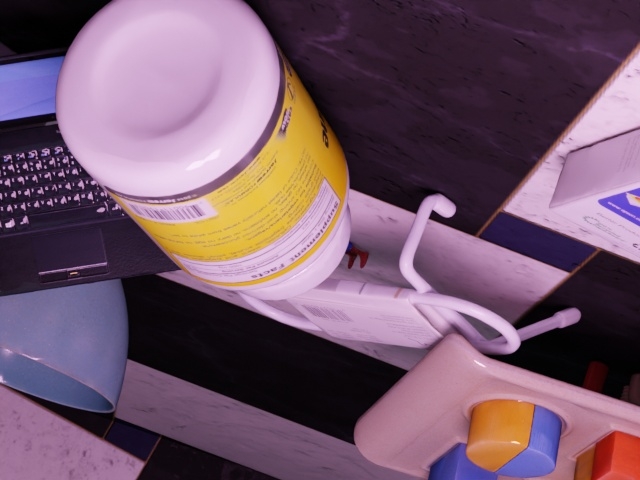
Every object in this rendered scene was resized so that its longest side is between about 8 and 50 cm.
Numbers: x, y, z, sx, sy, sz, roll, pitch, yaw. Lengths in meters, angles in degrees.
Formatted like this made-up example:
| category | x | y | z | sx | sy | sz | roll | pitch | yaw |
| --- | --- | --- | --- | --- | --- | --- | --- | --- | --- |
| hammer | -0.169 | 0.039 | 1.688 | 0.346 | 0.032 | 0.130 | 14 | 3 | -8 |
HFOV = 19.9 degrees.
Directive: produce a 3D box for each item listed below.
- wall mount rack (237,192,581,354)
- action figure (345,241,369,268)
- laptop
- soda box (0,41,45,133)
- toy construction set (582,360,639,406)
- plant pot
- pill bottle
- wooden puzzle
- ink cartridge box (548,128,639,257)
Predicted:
| category | x | y | z | sx | sy | sz | roll | pitch | yaw |
| --- | --- | --- | --- | --- | --- | --- | --- | --- | --- |
| wall mount rack | 0.096 | 0.052 | 1.893 | 0.350 | 0.130 | 0.304 | 6 | 155 | 40 |
| action figure | 0.000 | 0.000 | 1.999 | 0.115 | 0.030 | 0.038 | 32 | 165 | -30 |
| laptop | -0.241 | -0.063 | 1.719 | 0.234 | 0.264 | 0.136 | -8 | -162 | 1 |
| soda box | -0.386 | -0.176 | 1.766 | 0.091 | 0.098 | 0.286 | 8 | 160 | 38 |
| toy construction set | 0.417 | 0.285 | 2.043 | 0.308 | 0.237 | 0.257 | 14 | 163 | 23 |
| plant pot | -0.372 | 0.083 | 2.413 | 0.290 | 0.195 | 0.290 | 19 | 163 | 6 |
| pill bottle | -0.083 | -0.070 | 1.582 | 0.187 | 0.188 | 0.334 | 14 | 163 | 21 |
| wooden puzzle | 0.230 | 0.237 | 1.885 | 0.347 | 0.081 | 0.322 | 22 | 152 | -9 |
| ink cartridge box | 0.342 | -0.037 | 1.396 | 0.175 | 0.069 | 0.371 | 26 | 165 | -17 |
